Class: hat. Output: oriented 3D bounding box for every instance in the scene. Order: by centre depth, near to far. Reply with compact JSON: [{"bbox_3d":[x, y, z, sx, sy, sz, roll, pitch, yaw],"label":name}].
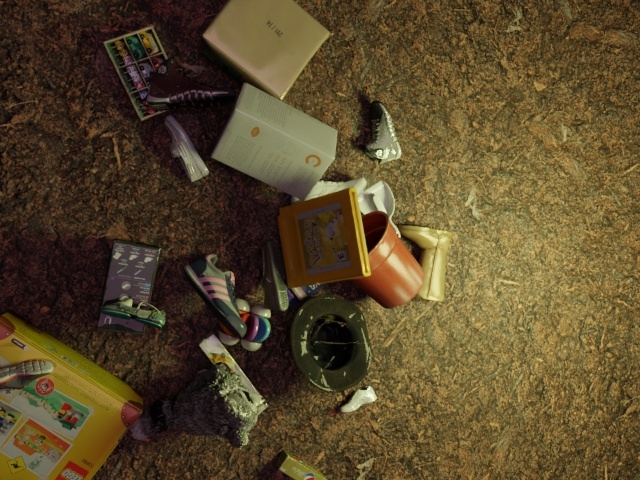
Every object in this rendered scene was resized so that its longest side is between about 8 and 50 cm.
[{"bbox_3d":[0.018,0.365,1.924,0.331,0.134,0.332,8,71,-22],"label":"hat"}]

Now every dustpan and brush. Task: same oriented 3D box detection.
[{"bbox_3d":[0.231,-0.101,2.017,0.147,0.060,0.211,-32,100,-14],"label":"dustpan and brush"}]

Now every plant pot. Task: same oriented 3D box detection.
[{"bbox_3d":[0.208,0.085,1.920,0.265,0.272,0.272,45,78,-23],"label":"plant pot"}]

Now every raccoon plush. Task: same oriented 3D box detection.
[{"bbox_3d":[-0.376,0.573,1.678,0.446,0.299,0.216,-35,101,-2],"label":"raccoon plush"}]

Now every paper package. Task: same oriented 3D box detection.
[{"bbox_3d":[-0.188,-0.660,1.821,0.324,0.168,0.310,37,80,-16],"label":"paper package"}]

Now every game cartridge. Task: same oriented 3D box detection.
[{"bbox_3d":[0.000,0.000,1.805,0.052,0.323,0.286,-3,82,-54],"label":"game cartridge"}]

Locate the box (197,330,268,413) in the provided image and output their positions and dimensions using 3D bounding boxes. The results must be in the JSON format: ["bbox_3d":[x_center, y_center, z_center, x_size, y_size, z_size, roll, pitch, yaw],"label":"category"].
[{"bbox_3d":[-0.298,0.453,1.861,0.063,0.067,0.324,-36,102,-12],"label":"box"}]

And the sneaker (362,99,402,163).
[{"bbox_3d":[0.201,-0.385,1.992,0.132,0.086,0.229,-26,99,-13],"label":"sneaker"}]

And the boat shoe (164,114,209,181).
[{"bbox_3d":[-0.454,-0.296,1.787,0.075,0.083,0.226,-35,102,-15],"label":"boat shoe"}]

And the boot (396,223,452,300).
[{"bbox_3d":[0.378,0.082,2.056,0.236,0.089,0.270,10,92,-11],"label":"boot"}]

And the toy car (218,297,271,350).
[{"bbox_3d":[-0.248,0.286,1.836,0.182,0.136,0.159,19,85,-17],"label":"toy car"}]

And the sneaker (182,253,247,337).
[{"bbox_3d":[-0.312,0.167,1.769,0.131,0.112,0.319,-34,68,-22],"label":"sneaker"}]

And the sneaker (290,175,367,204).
[{"bbox_3d":[0.030,-0.164,1.933,0.297,0.111,0.129,-28,94,-16],"label":"sneaker"}]

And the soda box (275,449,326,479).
[{"bbox_3d":[-0.069,0.820,1.942,0.181,0.061,0.058,38,80,-14],"label":"soda box"}]

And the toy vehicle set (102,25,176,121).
[{"bbox_3d":[-0.564,-0.538,1.773,0.166,0.035,0.267,-27,99,-15],"label":"toy vehicle set"}]

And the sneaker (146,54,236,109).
[{"bbox_3d":[-0.413,-0.509,1.731,0.281,0.106,0.163,-5,86,-4],"label":"sneaker"}]

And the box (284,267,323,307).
[{"bbox_3d":[-0.051,0.124,1.948,0.225,0.036,0.136,-39,102,-12],"label":"box"}]

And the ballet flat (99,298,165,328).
[{"bbox_3d":[-0.549,0.206,1.615,0.188,0.070,0.070,21,85,-22],"label":"ballet flat"}]

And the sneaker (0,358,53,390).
[{"bbox_3d":[-0.819,0.376,1.510,0.157,0.061,0.065,-8,120,-16],"label":"sneaker"}]

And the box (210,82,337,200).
[{"bbox_3d":[-0.147,-0.317,1.789,0.345,0.215,0.168,25,42,-17],"label":"box"}]

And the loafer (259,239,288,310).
[{"bbox_3d":[-0.174,0.122,1.864,0.087,0.094,0.251,-15,71,19],"label":"loafer"}]

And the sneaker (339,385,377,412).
[{"bbox_3d":[0.131,0.583,2.010,0.152,0.053,0.061,-20,88,-22],"label":"sneaker"}]

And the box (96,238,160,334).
[{"bbox_3d":[-0.598,0.139,1.708,0.143,0.165,0.271,11,88,-19],"label":"box"}]

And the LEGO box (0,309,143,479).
[{"bbox_3d":[-0.844,0.507,1.624,0.500,0.193,0.372,39,80,-14],"label":"LEGO box"}]
